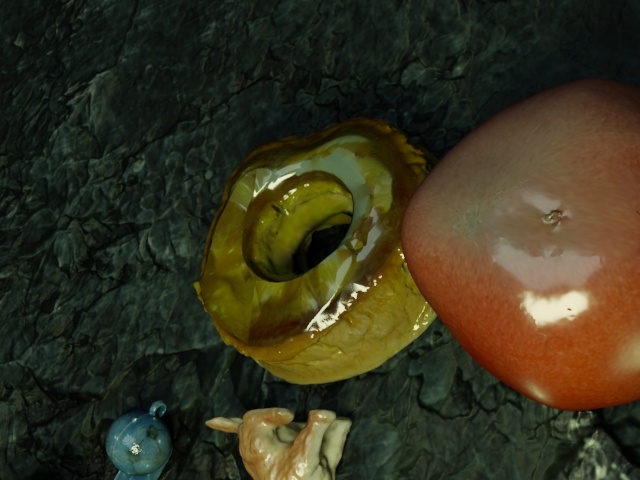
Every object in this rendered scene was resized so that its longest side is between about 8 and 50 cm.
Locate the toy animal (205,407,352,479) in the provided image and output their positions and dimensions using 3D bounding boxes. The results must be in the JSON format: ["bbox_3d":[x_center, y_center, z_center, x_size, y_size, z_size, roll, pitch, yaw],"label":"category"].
[{"bbox_3d":[-0.059,0.289,1.420,0.184,0.104,0.185,-5,75,27],"label":"toy animal"}]

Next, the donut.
[{"bbox_3d":[0.000,0.000,1.454,0.330,0.160,0.330,-16,57,27],"label":"donut"}]

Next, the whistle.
[{"bbox_3d":[-0.235,0.269,1.539,0.090,0.090,0.158,28,87,35],"label":"whistle"}]

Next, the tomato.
[{"bbox_3d":[0.254,-0.006,1.234,0.341,0.273,0.341,-11,67,28],"label":"tomato"}]
